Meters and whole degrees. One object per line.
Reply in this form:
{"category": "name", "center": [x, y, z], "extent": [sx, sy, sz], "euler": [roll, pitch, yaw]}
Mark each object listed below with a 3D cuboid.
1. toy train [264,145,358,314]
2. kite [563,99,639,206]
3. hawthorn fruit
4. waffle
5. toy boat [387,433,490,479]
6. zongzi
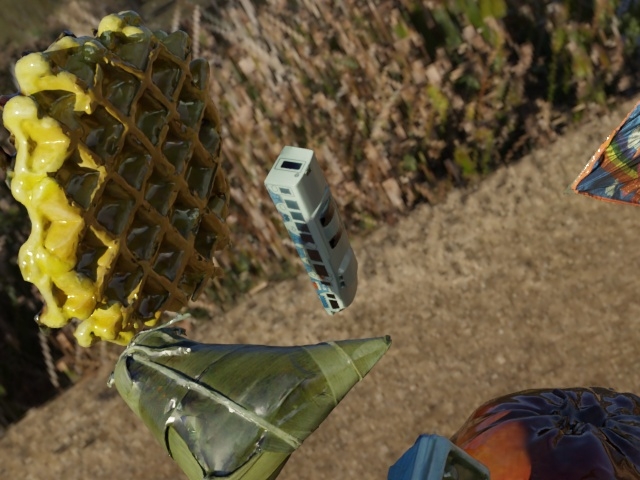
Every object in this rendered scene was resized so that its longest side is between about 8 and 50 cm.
{"category": "toy train", "center": [0.000, 0.000, 0.946], "extent": [0.047, 0.207, 0.043], "euler": [11, 57, 25]}
{"category": "kite", "center": [0.263, -0.081, 0.724], "extent": [0.234, 0.321, 0.016], "euler": [-31, 55, -14]}
{"category": "hawthorn fruit", "center": [0.248, 0.301, 1.029], "extent": [0.308, 0.325, 0.308], "euler": [-17, 18, 6]}
{"category": "waffle", "center": [-0.225, -0.076, 1.260], "extent": [0.095, 0.382, 0.379], "euler": [1, 22, 28]}
{"category": "toy boat", "center": [0.093, 0.231, 0.702], "extent": [0.102, 0.088, 0.215], "euler": [-13, 52, 38]}
{"category": "zongzi", "center": [-0.039, 0.061, 0.530], "extent": [0.119, 0.055, 0.109], "euler": [-46, 61, -3]}
